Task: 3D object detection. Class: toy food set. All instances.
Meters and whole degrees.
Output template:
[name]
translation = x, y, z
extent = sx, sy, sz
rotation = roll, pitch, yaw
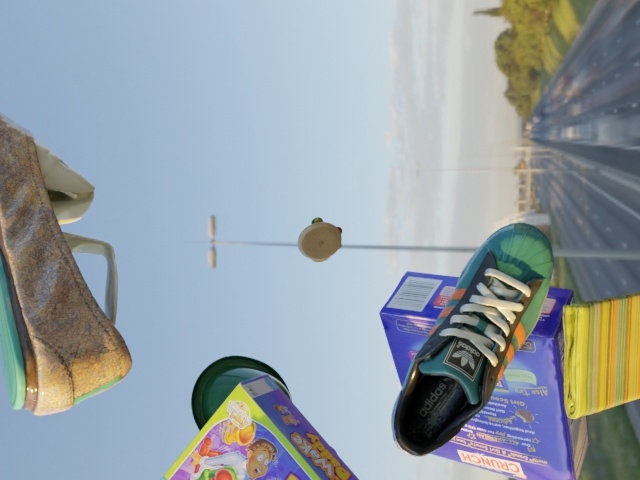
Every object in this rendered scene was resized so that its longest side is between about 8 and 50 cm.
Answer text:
[toy food set]
translation = 0.000, 0.000, 1.240
extent = 0.083, 0.082, 0.020
rotation = 36, -161, -29

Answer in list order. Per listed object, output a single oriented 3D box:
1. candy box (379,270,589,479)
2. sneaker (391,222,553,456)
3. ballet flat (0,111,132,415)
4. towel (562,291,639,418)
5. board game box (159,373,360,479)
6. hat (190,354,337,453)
[candy box]
translation = 0.261, 0.216, 1.075
extent = 0.122, 0.268, 0.317
rotation = -46, -50, -42
[sneaker]
translation = 0.176, 0.118, 0.785
extent = 0.302, 0.108, 0.121
rotation = -63, -10, 5
[ballet flat]
translation = -0.238, -0.003, 0.589
extent = 0.107, 0.106, 0.316
rotation = -52, 55, 48
[towel]
translation = 0.310, 0.094, 0.647
extent = 0.237, 0.021, 0.102
rotation = -5, -81, -32
[board game box]
translation = -0.050, 0.396, 0.967
extent = 0.233, 0.347, 0.078
rotation = -52, -21, 18
[hat]
translation = -0.082, 0.249, 1.102
extent = 0.183, 0.209, 0.172
rotation = -45, 23, 54
